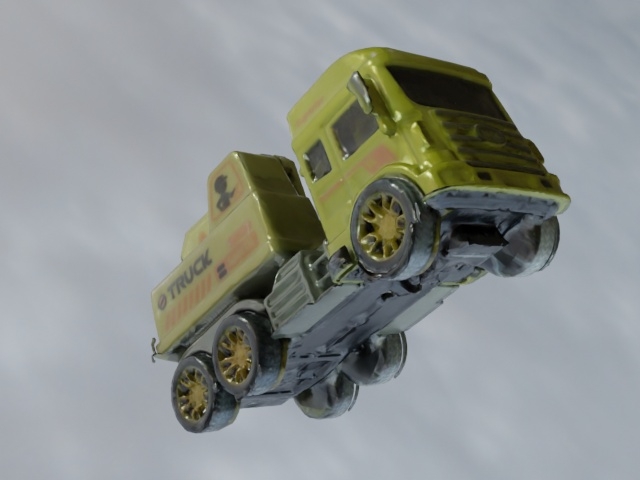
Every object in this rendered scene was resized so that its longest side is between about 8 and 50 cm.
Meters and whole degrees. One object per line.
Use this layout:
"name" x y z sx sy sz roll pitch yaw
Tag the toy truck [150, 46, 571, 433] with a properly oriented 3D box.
"toy truck" 0.000 0.000 0.584 0.124 0.272 0.157 2 -123 -42
